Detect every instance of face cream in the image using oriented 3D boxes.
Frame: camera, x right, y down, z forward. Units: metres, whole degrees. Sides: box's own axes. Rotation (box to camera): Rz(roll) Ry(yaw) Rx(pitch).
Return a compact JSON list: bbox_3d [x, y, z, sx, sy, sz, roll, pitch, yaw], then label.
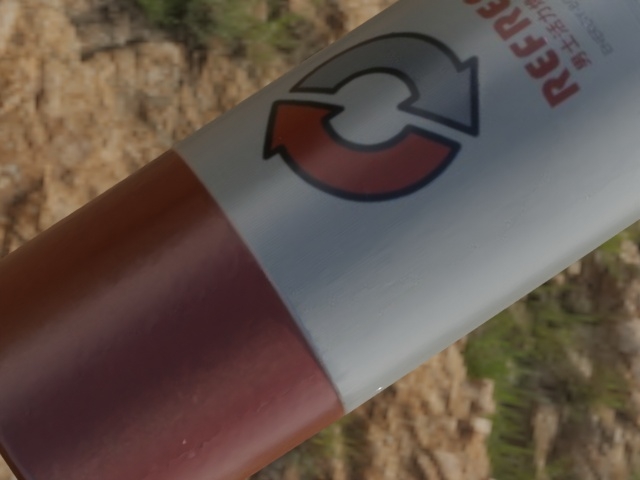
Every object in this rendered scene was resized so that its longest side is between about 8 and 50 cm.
[{"bbox_3d":[0.000,0.000,0.467,0.214,0.096,0.096,-33,123,-7],"label":"face cream"}]
